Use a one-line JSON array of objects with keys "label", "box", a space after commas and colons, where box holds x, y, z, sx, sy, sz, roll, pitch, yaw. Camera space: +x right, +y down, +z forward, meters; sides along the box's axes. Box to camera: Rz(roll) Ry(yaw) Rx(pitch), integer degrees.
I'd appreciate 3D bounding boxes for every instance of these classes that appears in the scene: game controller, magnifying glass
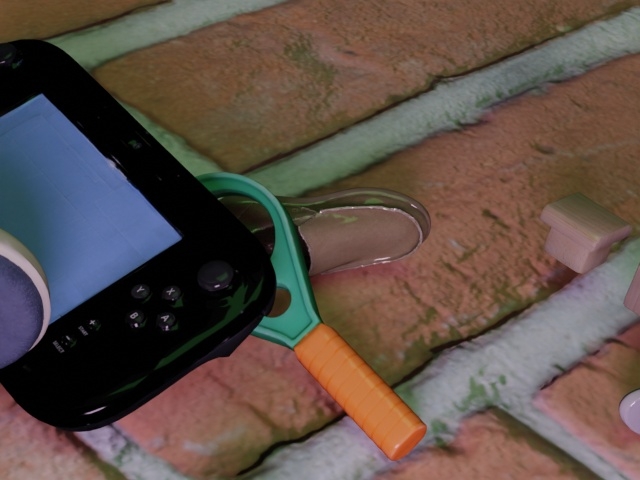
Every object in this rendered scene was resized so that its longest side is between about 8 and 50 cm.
[{"label": "game controller", "box": [-0.168, -0.014, 0.889, 0.166, 0.067, 0.319, -28, 49, -24]}, {"label": "magnifying glass", "box": [-0.021, 0.044, 0.877, 0.092, 0.026, 0.231, -43, 64, -3]}]

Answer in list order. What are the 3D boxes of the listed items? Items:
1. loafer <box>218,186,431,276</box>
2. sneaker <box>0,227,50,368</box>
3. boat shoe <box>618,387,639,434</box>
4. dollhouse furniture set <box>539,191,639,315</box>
[{"label": "loafer", "box": [0.000, 0.000, 0.949, 0.148, 0.056, 0.050, -3, 39, -1]}, {"label": "sneaker", "box": [-0.304, 0.077, 0.703, 0.350, 0.131, 0.148, -9, 38, -10]}, {"label": "boat shoe", "box": [0.222, 0.097, 0.891, 0.100, 0.035, 0.035, -2, 31, -23]}, {"label": "dollhouse furniture set", "box": [0.386, -0.018, 0.955, 0.355, 0.174, 0.303, 34, 36, 29]}]
